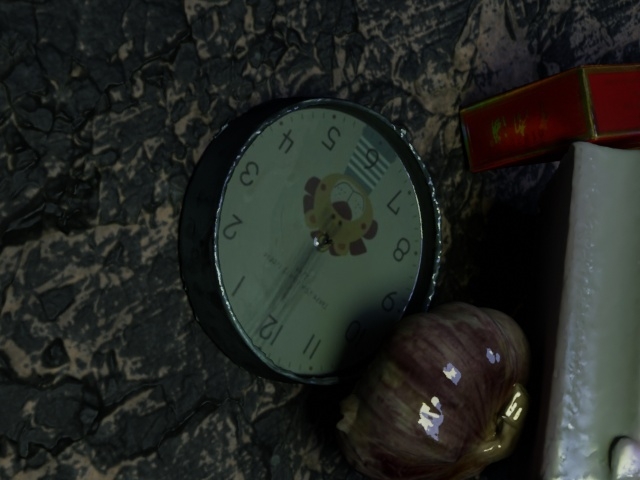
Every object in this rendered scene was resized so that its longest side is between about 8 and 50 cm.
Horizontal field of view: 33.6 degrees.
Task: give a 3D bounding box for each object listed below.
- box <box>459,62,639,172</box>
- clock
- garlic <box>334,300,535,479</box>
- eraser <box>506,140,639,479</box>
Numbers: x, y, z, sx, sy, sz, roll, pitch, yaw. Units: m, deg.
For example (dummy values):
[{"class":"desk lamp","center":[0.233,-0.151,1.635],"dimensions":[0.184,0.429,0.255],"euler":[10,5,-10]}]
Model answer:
[{"class":"box","center":[0.350,-0.151,1.273],"dimensions":[0.313,0.197,0.089],"euler":[-10,87,-35]},{"class":"clock","center":[0.000,-0.001,1.117],"dimensions":[0.312,0.061,0.313],"euler":[-1,92,-36]},{"class":"garlic","center":[0.132,0.179,1.115],"dimensions":[0.245,0.160,0.245],"euler":[-37,153,-23]},{"class":"eraser","center":[0.293,0.106,1.177],"dimensions":[0.122,0.272,0.359],"euler":[8,72,3]}]
